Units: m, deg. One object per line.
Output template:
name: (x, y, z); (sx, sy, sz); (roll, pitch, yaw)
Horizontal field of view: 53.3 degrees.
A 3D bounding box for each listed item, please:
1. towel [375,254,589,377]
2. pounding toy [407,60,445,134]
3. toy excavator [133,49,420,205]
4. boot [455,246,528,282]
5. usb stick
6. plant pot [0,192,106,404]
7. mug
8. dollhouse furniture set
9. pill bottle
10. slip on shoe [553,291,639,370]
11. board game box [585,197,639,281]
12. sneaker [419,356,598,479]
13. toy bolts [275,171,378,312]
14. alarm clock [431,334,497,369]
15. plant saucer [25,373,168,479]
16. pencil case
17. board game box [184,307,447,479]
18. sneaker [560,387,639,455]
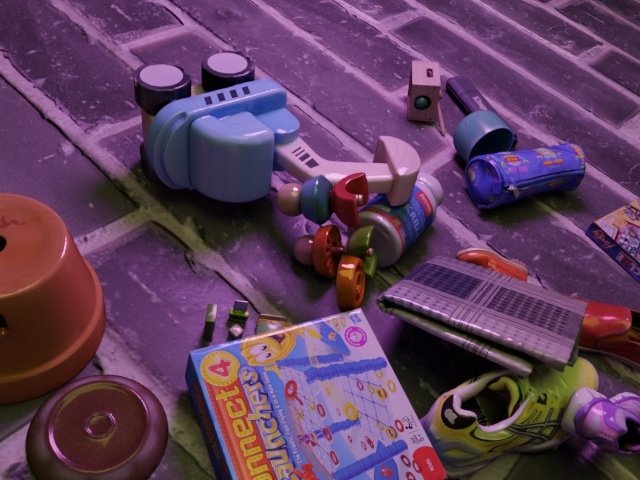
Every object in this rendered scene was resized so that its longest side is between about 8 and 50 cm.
towel: (0.301, 0.125, 1.138); (0.324, 0.056, 0.312); (19, 20, 24)
pounding toy: (0.278, -0.366, 1.639); (0.100, 0.130, 0.141); (4, 47, 3)
toy excavator: (-0.092, -0.172, 1.245); (0.432, 0.222, 0.445); (-22, 53, -30)
boot: (0.351, 0.069, 1.305); (0.157, 0.059, 0.085); (18, 51, -2)
usb stick: (0.430, -0.348, 1.714); (0.077, 0.045, 0.278); (-10, 53, -25)
plant pot: (-0.476, 0.068, 0.951); (0.290, 0.203, 0.291); (8, 48, -9)
mug: (0.392, -0.244, 1.566); (0.129, 0.158, 0.097); (-26, 54, -6)
dollhouse furniture set: (-0.120, 0.145, 1.088); (0.151, 0.059, 0.076); (9, 47, -8)
pill bottle: (0.162, -0.053, 1.309); (0.124, 0.124, 0.221); (35, 49, 15)
slip on shoe: (0.563, 0.166, 1.250); (0.331, 0.101, 0.123); (21, 48, 4)
board game box: (0.766, -0.012, 1.513); (0.243, 0.042, 0.165); (-21, 58, -32)
sneaker: (0.334, 0.273, 1.050); (0.384, 0.147, 0.145); (-16, 54, -29)
toy bolts: (0.000, 0.000, 1.135); (0.158, 0.229, 0.218); (2, 35, 17)
alarm clock: (0.311, 0.180, 1.189); (0.192, 0.064, 0.129); (28, 47, 5)
plant saucer: (-0.321, 0.275, 0.926); (0.198, 0.036, 0.199); (9, 47, -10)
pencil case: (0.488, -0.156, 1.503); (0.306, 0.119, 0.133); (-12, 29, -26)
board game box: (-0.015, 0.280, 0.968); (0.301, 0.086, 0.308); (-11, 56, -26)
sneaker: (0.502, 0.310, 1.053); (0.236, 0.095, 0.104); (15, 8, -38)
